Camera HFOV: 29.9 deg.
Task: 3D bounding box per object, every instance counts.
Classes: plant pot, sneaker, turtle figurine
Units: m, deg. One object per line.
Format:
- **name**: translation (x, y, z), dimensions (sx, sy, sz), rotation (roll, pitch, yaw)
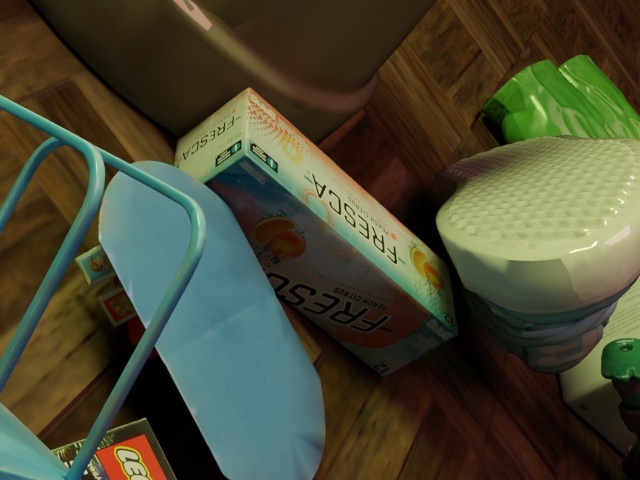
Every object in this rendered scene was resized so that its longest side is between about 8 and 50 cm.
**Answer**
- **plant pot**: translation (-0.006, -0.252, 0.704), dimensions (0.323, 0.280, 0.323), rotation (41, 29, -29)
- **sneaker**: translation (0.155, 0.020, 0.768), dimensions (0.366, 0.135, 0.150), rotation (-61, 132, -79)
- **turtle figurine**: translation (0.274, 0.177, 0.888), dimensions (0.118, 0.175, 0.234), rotation (36, -37, 61)

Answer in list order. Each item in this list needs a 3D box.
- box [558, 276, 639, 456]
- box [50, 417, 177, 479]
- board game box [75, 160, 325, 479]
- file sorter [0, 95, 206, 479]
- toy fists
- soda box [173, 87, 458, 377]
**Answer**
- **box**: translation (0.257, 0.101, 0.962), dimensions (0.102, 0.101, 0.087), rotation (41, 30, -29)
- **box**: translation (-0.064, 0.182, 0.373), dimensions (0.233, 0.044, 0.159), rotation (62, 26, 10)
- **board game box**: translation (-0.057, 0.044, 0.561), dimensions (0.168, 0.033, 0.133), rotation (62, 21, 0)
- **file sorter**: translation (-0.137, -0.008, 0.338), dimensions (0.170, 0.104, 0.118), rotation (29, -2, -44)
- **toy fists**: translation (0.259, -0.103, 1.214), dimensions (0.142, 0.096, 0.279), rotation (51, 26, 10)
- **soda box**: translation (0.000, 0.000, 0.678), dimensions (0.183, 0.058, 0.063), rotation (40, 31, -30)
